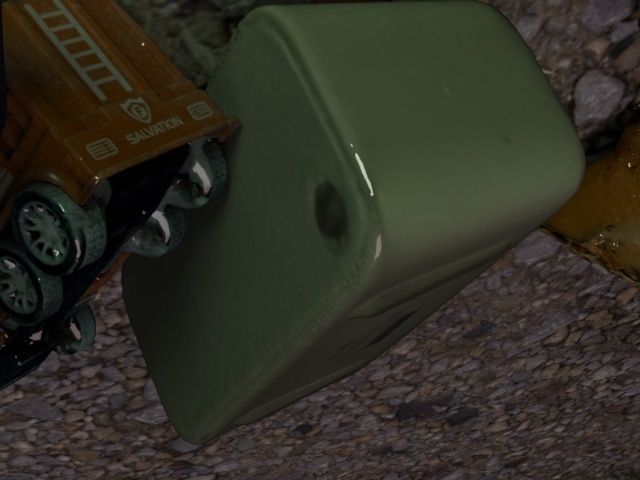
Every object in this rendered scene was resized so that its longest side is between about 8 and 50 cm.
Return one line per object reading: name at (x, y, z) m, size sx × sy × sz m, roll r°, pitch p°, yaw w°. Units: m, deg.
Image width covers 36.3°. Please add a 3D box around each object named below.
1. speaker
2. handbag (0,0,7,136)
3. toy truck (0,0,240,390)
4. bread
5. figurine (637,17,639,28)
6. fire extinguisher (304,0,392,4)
speaker at (0.000, 0.000, 0.720) m, size 0.184 × 0.183 × 0.406 m, roll -16°, pitch 161°, yaw -31°
handbag at (-0.290, -0.121, 0.388) m, size 0.326 × 0.118 × 0.269 m, roll 15°, pitch 144°, yaw -10°
toy truck at (-0.201, -0.016, 0.639) m, size 0.305 × 0.162 × 0.136 m, roll -44°, pitch 173°, yaw 40°
bread at (0.362, -0.084, 0.927) m, size 0.248 × 0.279 × 0.315 m, roll 26°, pitch 88°, yaw -52°
figurine at (0.316, -0.192, 0.681) m, size 0.147 × 0.093 × 0.197 m, roll -1°, pitch 148°, yaw -48°
fire extinguisher at (0.005, -0.145, 0.654) m, size 0.132 × 0.039 × 0.056 m, roll -28°, pitch 169°, yaw 18°
